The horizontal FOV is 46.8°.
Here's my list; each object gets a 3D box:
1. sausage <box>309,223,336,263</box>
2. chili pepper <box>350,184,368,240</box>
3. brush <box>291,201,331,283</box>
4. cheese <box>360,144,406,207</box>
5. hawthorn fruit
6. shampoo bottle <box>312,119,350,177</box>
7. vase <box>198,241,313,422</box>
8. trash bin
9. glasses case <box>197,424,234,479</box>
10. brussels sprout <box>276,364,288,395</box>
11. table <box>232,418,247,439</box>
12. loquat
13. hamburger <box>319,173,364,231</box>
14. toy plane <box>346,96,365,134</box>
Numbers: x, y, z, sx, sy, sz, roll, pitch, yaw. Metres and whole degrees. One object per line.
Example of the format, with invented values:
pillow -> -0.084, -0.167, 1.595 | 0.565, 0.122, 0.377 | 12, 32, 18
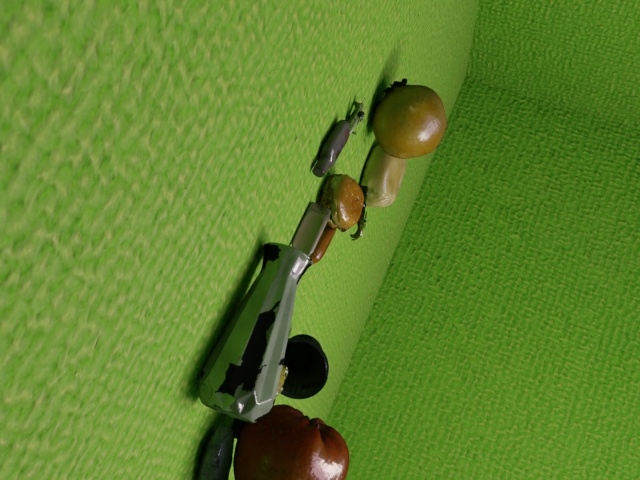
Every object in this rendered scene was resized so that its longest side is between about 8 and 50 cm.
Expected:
sausage -> 0.000, 0.000, 1.995 | 0.054, 0.062, 0.183 | 73, 33, -42
chili pepper -> 0.105, -0.095, 2.164 | 0.085, 0.076, 0.359 | -45, -171, 15
brush -> -0.061, 0.054, 1.820 | 0.050, 0.060, 0.321 | 114, 0, -71
cheese -> 0.204, -0.219, 2.442 | 0.214, 0.117, 0.226 | -11, 115, -72
hawthorn fruit -> -0.089, 0.552, 1.764 | 0.298, 0.277, 0.277 | -64, 167, -12
shampoo bottle -> 0.026, -0.219, 1.797 | 0.080, 0.040, 0.165 | 98, 16, -52
vase -> -0.127, 0.188, 1.540 | 0.165, 0.165, 0.360 | 78, 31, -69
trash bin -> -0.056, 0.340, 2.099 | 0.161, 0.175, 0.175 | -66, 174, -80
glasses case -> -0.254, 0.558, 1.759 | 0.109, 0.067, 0.282 | -60, 167, -59
brussels sprout -> -0.144, 0.329, 1.819 | 0.181, 0.100, 0.139 | -56, 151, -45
table -> -0.185, 0.496, 1.930 | 0.070, 0.083, 0.082 | -11, 124, -78
loquat -> 0.261, -0.364, 2.208 | 0.244, 0.243, 0.244 | 20, 90, -78
hamburger -> 0.057, -0.100, 1.960 | 0.147, 0.083, 0.138 | 43, 60, -53
toy plane -> 0.090, -0.317, 1.923 | 0.102, 0.040, 0.111 | 106, 5, -75
